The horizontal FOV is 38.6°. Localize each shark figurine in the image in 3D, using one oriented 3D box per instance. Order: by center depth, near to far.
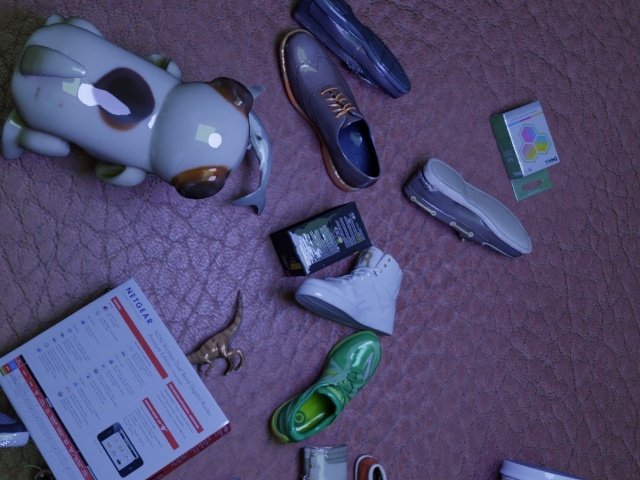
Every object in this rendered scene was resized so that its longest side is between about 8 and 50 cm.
[{"bbox_3d":[-0.138,-0.202,1.850,0.166,0.116,0.278,-27,90,13],"label":"shark figurine"}]

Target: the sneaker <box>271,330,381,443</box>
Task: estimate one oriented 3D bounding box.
[{"bbox_3d":[0.031,0.310,1.874,0.295,0.123,0.109,-45,104,-17],"label":"sneaker"}]

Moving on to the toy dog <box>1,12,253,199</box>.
[{"bbox_3d":[-0.321,-0.239,1.630,0.408,0.395,0.284,21,71,-11],"label":"toy dog"}]

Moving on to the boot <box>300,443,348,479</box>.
[{"bbox_3d":[-0.032,0.505,1.867,0.213,0.077,0.165,-4,90,-27],"label":"boot"}]

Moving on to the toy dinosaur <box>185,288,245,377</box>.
[{"bbox_3d":[-0.195,0.207,1.824,0.211,0.064,0.112,-42,101,-18],"label":"toy dinosaur"}]

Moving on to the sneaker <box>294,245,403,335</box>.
[{"bbox_3d":[0.064,0.082,1.880,0.292,0.108,0.169,27,73,-48],"label":"sneaker"}]

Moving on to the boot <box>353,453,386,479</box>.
[{"bbox_3d":[0.105,0.535,1.916,0.059,0.085,0.157,-3,90,-23],"label":"boot"}]

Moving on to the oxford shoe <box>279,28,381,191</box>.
[{"bbox_3d":[0.034,-0.278,1.897,0.130,0.133,0.363,-31,98,-19],"label":"oxford shoe"}]

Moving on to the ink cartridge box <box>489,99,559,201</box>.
[{"bbox_3d":[0.478,-0.206,2.107,0.109,0.062,0.209,-22,96,-22],"label":"ink cartridge box"}]

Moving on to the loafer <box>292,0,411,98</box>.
[{"bbox_3d":[0.067,-0.412,1.952,0.302,0.095,0.109,46,31,-15],"label":"loafer"}]

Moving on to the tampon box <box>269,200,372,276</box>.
[{"bbox_3d":[0.000,0.000,1.878,0.161,0.120,0.101,-24,95,-20],"label":"tampon box"}]

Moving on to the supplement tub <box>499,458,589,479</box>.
[{"bbox_3d":[0.458,0.650,1.972,0.228,0.228,0.316,16,82,-20],"label":"supplement tub"}]

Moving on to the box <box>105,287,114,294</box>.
[{"bbox_3d":[-0.387,0.136,1.775,0.067,0.018,0.083,8,84,-20],"label":"box"}]

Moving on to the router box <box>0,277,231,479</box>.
[{"bbox_3d":[-0.376,0.286,1.650,0.301,0.082,0.335,-32,73,-14],"label":"router box"}]

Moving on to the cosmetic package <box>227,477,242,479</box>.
[{"bbox_3d":[-0.177,0.643,1.785,0.160,0.113,0.309,-15,94,-21],"label":"cosmetic package"}]

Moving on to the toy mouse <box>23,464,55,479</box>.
[{"bbox_3d":[-0.482,0.457,1.708,0.161,0.031,0.143,12,81,-34],"label":"toy mouse"}]

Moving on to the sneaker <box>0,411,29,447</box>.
[{"bbox_3d":[-0.615,0.259,1.583,0.269,0.101,0.153,15,86,14],"label":"sneaker"}]

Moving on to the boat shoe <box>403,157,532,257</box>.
[{"bbox_3d":[0.329,-0.055,2.024,0.324,0.097,0.116,34,36,-20],"label":"boat shoe"}]
